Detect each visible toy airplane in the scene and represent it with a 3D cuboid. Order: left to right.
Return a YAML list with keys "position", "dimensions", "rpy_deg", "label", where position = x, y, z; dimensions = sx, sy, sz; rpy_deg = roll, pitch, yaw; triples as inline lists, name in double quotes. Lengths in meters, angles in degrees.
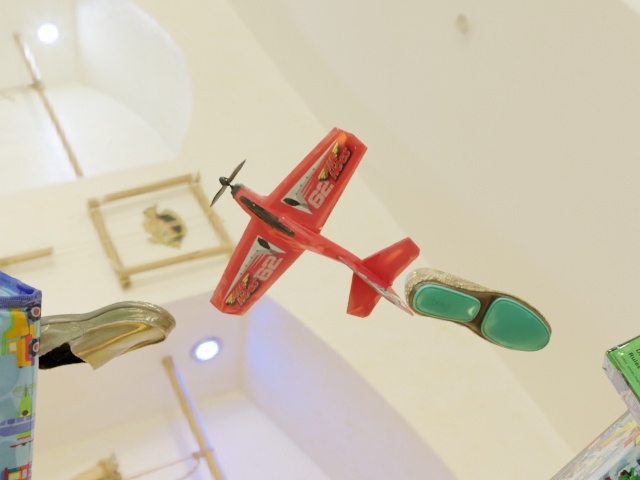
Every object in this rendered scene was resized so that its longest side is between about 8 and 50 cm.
- position: [0.000, 0.000, 0.566]
  dimensions: [0.028, 0.151, 0.151]
  rpy_deg: [-78, 165, -66]
  label: "toy airplane"

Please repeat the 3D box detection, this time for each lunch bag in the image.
- position: [-0.379, 0.109, 0.797]
  dimensions: [0.293, 0.138, 0.221]
  rpy_deg: [23, -69, 44]
  label: "lunch bag"

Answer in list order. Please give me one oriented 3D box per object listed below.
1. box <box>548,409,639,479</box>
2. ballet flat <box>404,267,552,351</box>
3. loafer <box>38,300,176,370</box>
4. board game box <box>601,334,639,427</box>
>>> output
- position: [0.313, 0.249, 0.956]
  dimensions: [0.044, 0.233, 0.159]
  rpy_deg: [46, 11, 10]
  label: "box"
- position: [0.193, 0.078, 1.096]
  dimensions: [0.073, 0.206, 0.067]
  rpy_deg: [-60, -159, 18]
  label: "ballet flat"
- position: [-0.205, 0.094, 0.830]
  dimensions: [0.056, 0.148, 0.050]
  rpy_deg: [61, 23, -52]
  label: "loafer"
- position: [0.226, 0.120, 0.302]
  dimensions: [0.259, 0.136, 0.030]
  rpy_deg: [64, 2, 27]
  label: "board game box"
